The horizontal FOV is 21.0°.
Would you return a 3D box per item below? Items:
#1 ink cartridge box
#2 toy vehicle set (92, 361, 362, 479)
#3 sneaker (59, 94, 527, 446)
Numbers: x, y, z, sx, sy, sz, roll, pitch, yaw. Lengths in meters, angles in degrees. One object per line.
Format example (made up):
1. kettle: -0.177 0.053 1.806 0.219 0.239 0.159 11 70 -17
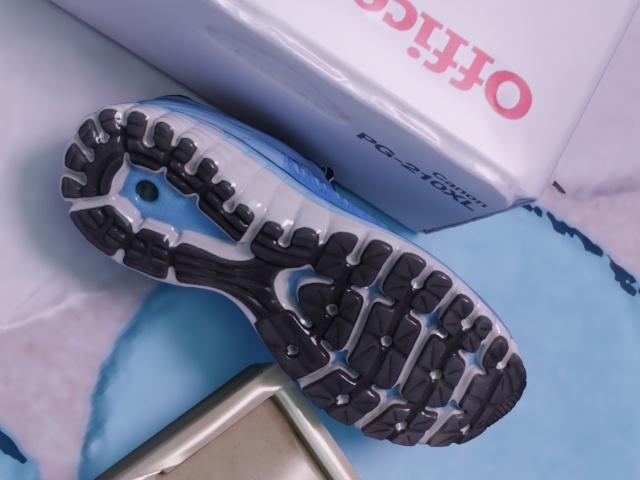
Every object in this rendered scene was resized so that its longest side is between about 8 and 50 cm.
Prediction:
1. ink cartridge box: 0.034 -0.145 0.569 0.172 0.100 0.237 32 74 -12
2. toy vehicle set: -0.008 0.194 0.548 0.166 0.035 0.267 -35 95 -19
3. sneaker: 0.000 0.000 0.551 0.162 0.073 0.063 36 117 -1
